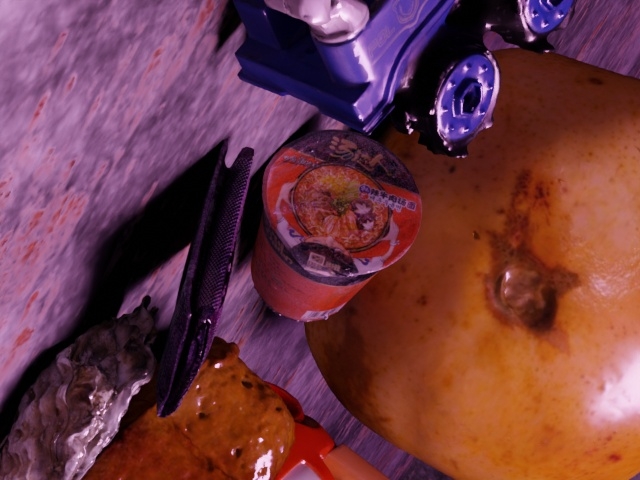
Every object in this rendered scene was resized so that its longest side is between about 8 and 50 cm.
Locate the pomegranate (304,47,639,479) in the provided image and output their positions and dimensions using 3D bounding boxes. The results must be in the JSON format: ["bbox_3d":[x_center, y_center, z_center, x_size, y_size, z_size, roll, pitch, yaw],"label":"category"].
[{"bbox_3d":[0.187,0.030,1.477,0.416,0.417,0.416,-51,166,-18],"label":"pomegranate"}]

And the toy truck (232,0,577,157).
[{"bbox_3d":[0.044,-0.171,0.997,0.213,0.161,0.177,-52,143,-17],"label":"toy truck"}]

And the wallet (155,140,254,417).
[{"bbox_3d":[-0.077,0.026,1.106,0.111,0.030,0.166,110,-7,-45],"label":"wallet"}]

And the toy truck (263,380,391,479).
[{"bbox_3d":[-0.035,0.270,1.537,0.189,0.239,0.265,-61,165,20],"label":"toy truck"}]

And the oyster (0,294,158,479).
[{"bbox_3d":[-0.166,0.114,1.100,0.177,0.064,0.125,-58,-176,-34],"label":"oyster"}]

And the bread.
[{"bbox_3d":[-0.123,0.181,1.235,0.246,0.135,0.232,-53,-178,2],"label":"bread"}]

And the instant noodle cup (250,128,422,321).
[{"bbox_3d":[0.002,-0.001,1.293,0.127,0.127,0.135,-48,173,-30],"label":"instant noodle cup"}]
